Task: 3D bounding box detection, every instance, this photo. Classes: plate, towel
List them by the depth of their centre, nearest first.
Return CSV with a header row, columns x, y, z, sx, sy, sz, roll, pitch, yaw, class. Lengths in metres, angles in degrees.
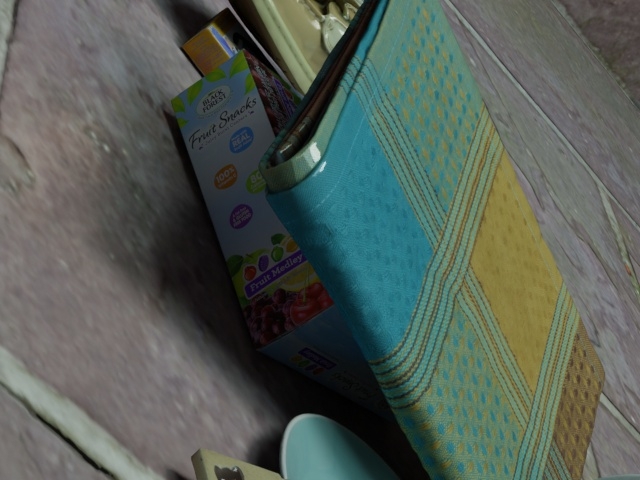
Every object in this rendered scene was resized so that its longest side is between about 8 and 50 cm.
x,y,z,sx,sy,sz,roll,pitch,yaw,class
0.029,0.183,1.011,0.188,0.024,0.188,49,19,-24,plate
0.087,0.032,1.150,0.370,0.040,0.271,62,31,-26,towel

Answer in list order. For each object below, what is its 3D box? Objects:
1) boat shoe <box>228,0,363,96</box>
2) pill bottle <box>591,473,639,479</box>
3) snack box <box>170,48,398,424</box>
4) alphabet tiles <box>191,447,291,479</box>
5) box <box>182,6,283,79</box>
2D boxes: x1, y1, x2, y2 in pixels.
x,y,z,sx,sy,sz,roll,pitch,yaw,class
0.015,-0.145,1.389,0.285,0.089,0.104,48,6,-48,boat shoe
0.257,0.289,1.111,0.361,0.204,0.204,40,23,-45,pill bottle
0.000,0.000,1.181,0.174,0.070,0.207,34,30,-51,snack box
0.039,0.255,0.842,0.285,0.011,0.342,24,33,-38,alphabet tiles
-0.044,-0.104,1.323,0.136,0.028,0.081,51,17,-10,box
